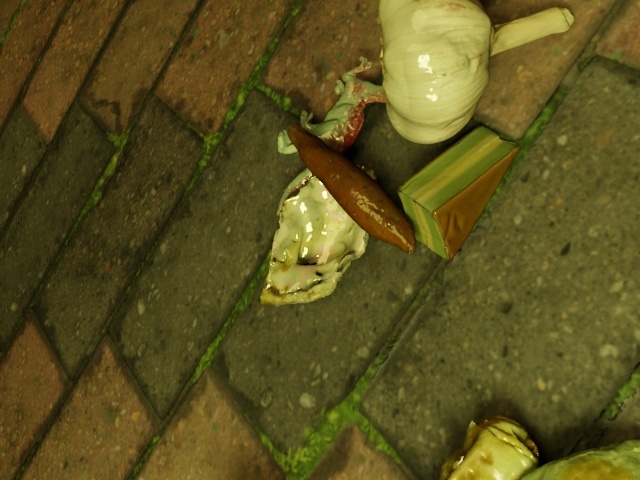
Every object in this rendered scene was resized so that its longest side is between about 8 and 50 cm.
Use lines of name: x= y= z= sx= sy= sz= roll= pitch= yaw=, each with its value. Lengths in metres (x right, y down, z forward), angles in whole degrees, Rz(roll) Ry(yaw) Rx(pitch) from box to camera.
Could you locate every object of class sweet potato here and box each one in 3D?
sweet potato: x=0.033 y=-0.071 z=0.907 sx=0.057 sy=0.057 sz=0.264 roll=-51 pitch=58 yaw=16

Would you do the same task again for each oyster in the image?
oyster: x=0.009 y=-0.002 z=0.959 sx=0.132 sy=0.072 sz=0.209 roll=13 pitch=77 yaw=21

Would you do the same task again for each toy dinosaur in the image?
toy dinosaur: x=0.016 y=-0.137 z=0.999 sx=0.167 sy=0.053 sz=0.242 roll=18 pitch=79 yaw=36

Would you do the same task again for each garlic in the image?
garlic: x=0.178 y=-0.219 z=0.847 sx=0.225 sy=0.199 sz=0.199 roll=-8 pitch=66 yaw=3

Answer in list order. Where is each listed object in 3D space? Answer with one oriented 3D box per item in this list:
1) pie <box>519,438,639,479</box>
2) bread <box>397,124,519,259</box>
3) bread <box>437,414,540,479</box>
pie: x=0.262 y=0.316 z=0.615 sx=0.257 sy=0.105 sz=0.275 roll=-22 pitch=63 yaw=18
bread: x=0.169 y=-0.058 z=0.869 sx=0.139 sy=0.084 sz=0.074 roll=-39 pitch=46 yaw=-15
bread: x=0.100 y=0.335 z=0.755 sx=0.084 sy=0.077 sz=0.368 roll=41 pitch=103 yaw=38
